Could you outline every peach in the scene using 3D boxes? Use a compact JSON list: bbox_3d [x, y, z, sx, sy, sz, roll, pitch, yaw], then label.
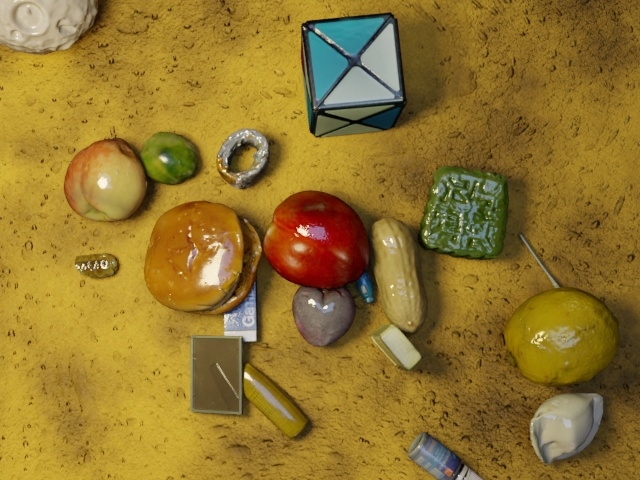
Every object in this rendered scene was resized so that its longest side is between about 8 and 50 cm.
[{"bbox_3d":[-0.549,-0.162,1.856,0.232,0.232,0.233,0,84,-3],"label":"peach"},{"bbox_3d":[0.000,0.000,1.826,0.274,0.245,0.249,23,74,3],"label":"peach"}]

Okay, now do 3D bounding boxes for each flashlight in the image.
[{"bbox_3d":[0.117,0.105,1.933,0.051,0.051,0.129,-19,90,-4],"label":"flashlight"}]

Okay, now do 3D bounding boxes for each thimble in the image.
[{"bbox_3d":[-0.205,-0.218,1.914,0.127,0.118,0.151,44,83,2],"label":"thimble"}]

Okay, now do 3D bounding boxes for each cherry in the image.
[{"bbox_3d":[0.011,0.188,1.874,0.176,0.140,0.176,1,108,4],"label":"cherry"}]

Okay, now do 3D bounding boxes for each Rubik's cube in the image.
[{"bbox_3d":[0.082,-0.429,1.885,0.246,0.250,0.248,-8,82,-3],"label":"Rubik's cube"}]

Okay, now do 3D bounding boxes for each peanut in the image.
[{"bbox_3d":[0.209,0.092,1.891,0.147,0.147,0.319,-16,97,-4],"label":"peanut"}]

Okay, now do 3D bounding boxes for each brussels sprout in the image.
[{"bbox_3d":[-0.407,-0.223,1.902,0.151,0.122,0.149,-30,89,-4],"label":"brussels sprout"}]

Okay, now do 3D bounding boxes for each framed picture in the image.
[{"bbox_3d":[-0.273,0.351,1.873,0.150,0.015,0.203,-2,87,18],"label":"framed picture"}]

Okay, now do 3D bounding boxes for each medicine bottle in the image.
[{"bbox_3d":[0.329,0.594,1.873,0.203,0.083,0.083,38,84,0],"label":"medicine bottle"}]

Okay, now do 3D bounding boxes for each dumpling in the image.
[{"bbox_3d":[0.652,0.501,1.892,0.252,0.131,0.179,-19,106,-25],"label":"dumpling"}]

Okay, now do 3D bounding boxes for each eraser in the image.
[{"bbox_3d":[0.195,0.276,1.854,0.058,0.172,0.117,-39,87,-7],"label":"eraser"},{"bbox_3d":[-0.215,0.163,1.909,0.091,0.046,0.213,-1,85,-1],"label":"eraser"}]

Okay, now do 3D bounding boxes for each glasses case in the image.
[{"bbox_3d":[-0.132,0.419,1.879,0.234,0.064,0.079,43,91,3],"label":"glasses case"}]

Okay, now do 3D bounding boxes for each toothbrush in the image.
[{"bbox_3d":[0.630,0.102,1.965,0.028,0.026,0.294,-30,86,10],"label":"toothbrush"}]

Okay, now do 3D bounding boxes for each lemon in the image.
[{"bbox_3d":[0.621,0.246,1.839,0.284,0.260,0.261,-20,85,20],"label":"lemon"}]

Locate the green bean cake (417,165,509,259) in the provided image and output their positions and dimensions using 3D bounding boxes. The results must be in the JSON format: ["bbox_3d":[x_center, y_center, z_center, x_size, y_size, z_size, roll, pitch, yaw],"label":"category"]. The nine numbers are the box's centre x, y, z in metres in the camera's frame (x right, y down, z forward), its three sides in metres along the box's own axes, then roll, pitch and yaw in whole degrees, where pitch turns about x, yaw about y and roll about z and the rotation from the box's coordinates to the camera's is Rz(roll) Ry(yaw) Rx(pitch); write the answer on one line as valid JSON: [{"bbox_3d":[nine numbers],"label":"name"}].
[{"bbox_3d":[0.389,-0.077,1.923,0.222,0.125,0.248,10,84,-1],"label":"green bean cake"}]

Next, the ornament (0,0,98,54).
[{"bbox_3d":[-0.735,-0.640,1.817,0.337,0.337,0.337,0,84,-3],"label":"ornament"}]

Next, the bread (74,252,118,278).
[{"bbox_3d":[-0.594,0.068,1.897,0.110,0.060,0.066,-4,55,-4],"label":"bread"}]

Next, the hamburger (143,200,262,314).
[{"bbox_3d":[-0.314,0.043,1.834,0.314,0.170,0.290,-1,74,26],"label":"hamburger"}]
